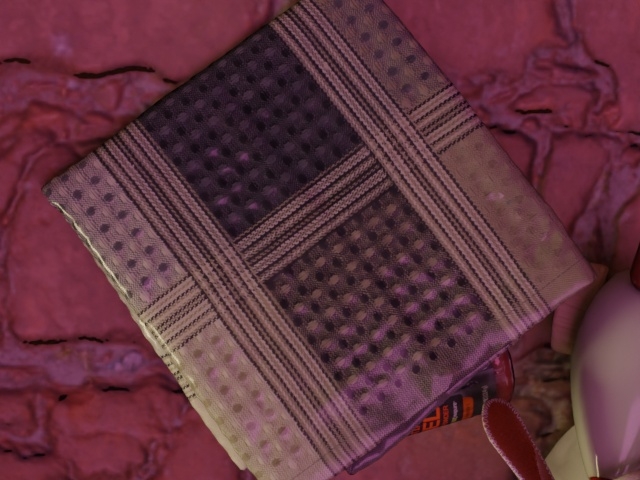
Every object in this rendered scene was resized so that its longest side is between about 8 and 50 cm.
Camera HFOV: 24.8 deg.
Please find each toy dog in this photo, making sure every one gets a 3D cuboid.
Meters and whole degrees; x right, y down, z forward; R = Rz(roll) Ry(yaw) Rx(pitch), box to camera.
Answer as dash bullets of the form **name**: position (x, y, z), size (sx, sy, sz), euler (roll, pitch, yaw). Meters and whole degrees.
- **toy dog**: position (0.235, 0.128, 1.118), size (0.220, 0.333, 0.161), euler (-7, 141, 7)

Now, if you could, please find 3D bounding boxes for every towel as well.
- **towel**: position (0.000, 0.000, 1.127), size (0.312, 0.056, 0.324), euler (-36, 85, -3)

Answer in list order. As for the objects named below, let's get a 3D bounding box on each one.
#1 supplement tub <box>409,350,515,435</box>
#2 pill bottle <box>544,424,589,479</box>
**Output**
- **supplement tub**: position (0.052, 0.113, 1.197), size (0.198, 0.106, 0.106), euler (-16, 110, -7)
- **pill bottle**: position (0.340, 0.283, 1.281), size (0.301, 0.169, 0.169), euler (31, 98, -19)
